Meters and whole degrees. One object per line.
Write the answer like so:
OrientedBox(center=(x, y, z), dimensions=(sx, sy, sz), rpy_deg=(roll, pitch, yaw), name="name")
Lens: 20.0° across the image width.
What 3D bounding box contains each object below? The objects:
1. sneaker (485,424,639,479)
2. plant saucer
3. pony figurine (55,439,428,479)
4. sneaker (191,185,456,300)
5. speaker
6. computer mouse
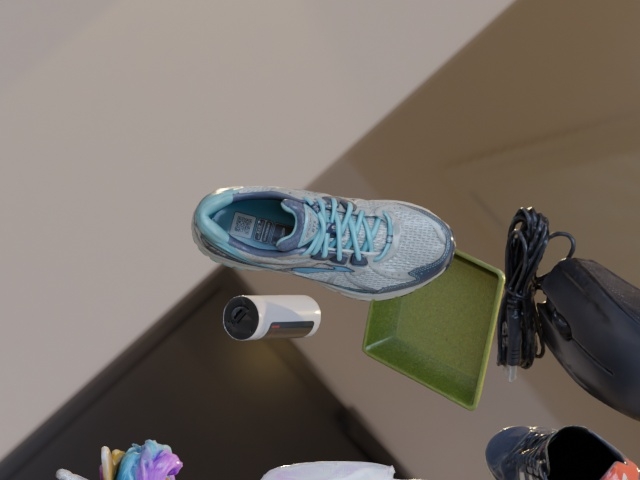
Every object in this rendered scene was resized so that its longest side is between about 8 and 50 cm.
OrientedBox(center=(0.334, 0.307, 2.544), dimensions=(0.148, 0.131, 0.350), rpy_deg=(50, -18, -30), name="sneaker")
OrientedBox(center=(0.147, 0.086, 2.223), dimensions=(0.188, 0.045, 0.188), rpy_deg=(27, -62, 36), name="plant saucer")
OrientedBox(center=(-0.084, 0.353, 1.683), dimensions=(0.350, 0.303, 0.364), rpy_deg=(12, -55, 0), name="pony figurine")
OrientedBox(center=(0.000, 0.000, 1.891), dimensions=(0.283, 0.110, 0.122), rpy_deg=(4, -7, 4), name="sneaker")
OrientedBox(center=(-0.059, 0.093, 2.204), dimensions=(0.055, 0.055, 0.136), rpy_deg=(37, 18, 28), name="speaker")
OrientedBox(center=(0.265, 0.100, 1.723), dimensions=(0.272, 0.072, 0.189), rpy_deg=(28, -51, 35), name="computer mouse")
